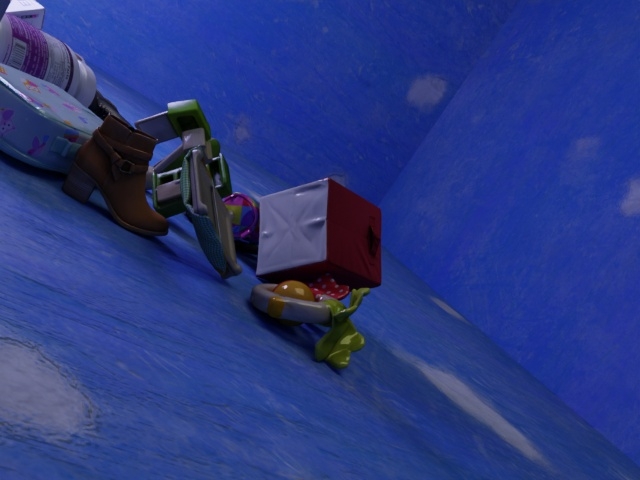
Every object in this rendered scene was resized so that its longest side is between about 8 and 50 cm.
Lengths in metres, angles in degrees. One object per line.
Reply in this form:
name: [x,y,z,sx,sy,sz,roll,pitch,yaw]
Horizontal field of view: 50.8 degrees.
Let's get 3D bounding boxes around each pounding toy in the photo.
pounding toy: [-0.297,-0.144,1.532,0.110,0.183,0.237,61,8,0]

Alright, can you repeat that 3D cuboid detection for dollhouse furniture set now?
dollhouse furniture set: [-0.252,-0.077,1.209,0.197,0.152,0.301,69,5,-51]

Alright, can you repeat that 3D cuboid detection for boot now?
boot: [-0.310,-0.104,1.125,0.197,0.152,0.073,30,9,-27]
boot: [-0.587,-0.347,1.829,0.137,0.076,0.198,42,11,20]

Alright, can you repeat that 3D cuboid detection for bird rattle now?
bird rattle: [-0.021,0.105,1.189,0.207,0.143,0.253,13,12,-23]

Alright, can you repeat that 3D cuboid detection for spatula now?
spatula: [-0.107,0.043,1.550,0.297,0.030,0.084,26,10,-46]

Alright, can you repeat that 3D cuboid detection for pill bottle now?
pill bottle: [-0.610,-0.357,1.385,0.169,0.169,0.301,37,7,20]

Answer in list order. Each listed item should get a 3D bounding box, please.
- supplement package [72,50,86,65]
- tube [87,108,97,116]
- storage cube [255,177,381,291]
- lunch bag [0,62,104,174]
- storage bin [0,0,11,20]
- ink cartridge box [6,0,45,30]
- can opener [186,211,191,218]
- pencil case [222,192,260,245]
supplement package: [-0.666,-0.413,1.644,0.139,0.133,0.244,30,8,-31]
tube: [-0.492,-0.227,1.530,0.240,0.070,0.062,39,-25,18]
storage cube: [0.000,0.000,1.412,0.215,0.183,0.193,-13,-25,35]
lunch bag: [-0.477,-0.195,1.169,0.224,0.107,0.279,39,9,17]
storage bin: [-0.469,-0.219,0.753,0.123,0.262,0.260,26,11,-36]
ink cartridge box: [-0.814,-0.528,1.394,0.324,0.071,0.330,39,34,12]
can opener: [-0.259,-0.075,1.531,0.073,0.059,0.186,32,8,-12]
pencil case: [-0.160,-0.040,1.521,0.104,0.104,0.236,36,3,11]
